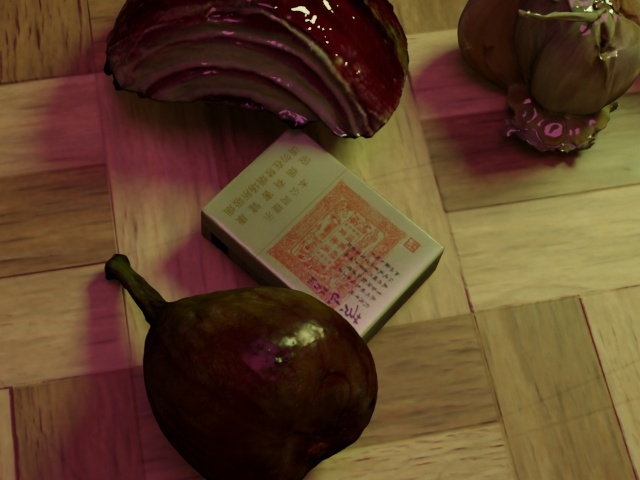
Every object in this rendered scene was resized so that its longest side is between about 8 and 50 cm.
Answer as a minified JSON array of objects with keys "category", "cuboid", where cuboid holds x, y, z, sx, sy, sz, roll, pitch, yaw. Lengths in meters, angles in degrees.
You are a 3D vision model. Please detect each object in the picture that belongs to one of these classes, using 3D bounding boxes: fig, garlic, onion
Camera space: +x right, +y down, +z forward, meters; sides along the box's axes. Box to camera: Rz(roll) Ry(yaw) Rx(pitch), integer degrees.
[{"category":"fig","cuboid":[-0.094,0.117,0.923,0.290,0.190,0.191,7,59,40]},{"category":"garlic","cuboid":[0.239,-0.179,1.043,0.207,0.207,0.257,28,30,9]},{"category":"onion","cuboid":[-0.061,-0.251,1.056,0.314,0.146,0.280,5,51,3]}]

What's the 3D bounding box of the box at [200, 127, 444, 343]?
[{"category":"box","cuboid":[0.000,0.000,1.007,0.201,0.058,0.141,42,69,13]}]
